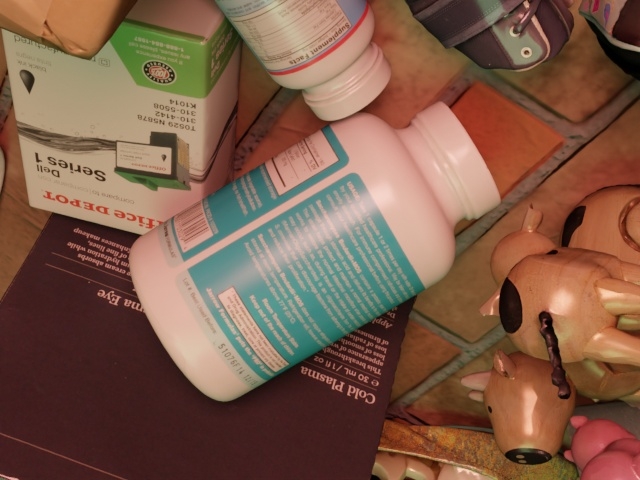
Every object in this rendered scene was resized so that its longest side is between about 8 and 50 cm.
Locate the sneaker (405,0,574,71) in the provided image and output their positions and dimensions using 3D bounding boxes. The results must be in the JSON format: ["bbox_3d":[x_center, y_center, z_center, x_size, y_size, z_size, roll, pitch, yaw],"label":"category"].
[{"bbox_3d":[0.123,-0.198,0.588,0.163,0.086,0.226,45,142,-12],"label":"sneaker"}]

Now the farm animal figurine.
[{"bbox_3d":[0.190,0.073,0.695,0.172,0.327,0.330,12,137,25],"label":"farm animal figurine"}]

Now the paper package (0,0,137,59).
[{"bbox_3d":[-0.073,-0.286,0.400,0.168,0.325,0.309,27,137,-9],"label":"paper package"}]

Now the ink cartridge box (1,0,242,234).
[{"bbox_3d":[-0.151,-0.109,0.784,0.160,0.092,0.219,14,137,5],"label":"ink cartridge box"}]

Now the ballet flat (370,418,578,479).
[{"bbox_3d":[0.094,0.250,1.058,0.348,0.123,0.123,12,137,7],"label":"ballet flat"}]

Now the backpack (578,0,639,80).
[{"bbox_3d":[0.237,-0.139,0.554,0.166,0.188,0.144,18,102,-2],"label":"backpack"}]

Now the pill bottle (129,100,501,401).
[{"bbox_3d":[0.000,0.000,0.755,0.264,0.146,0.146,-30,125,4],"label":"pill bottle"}]

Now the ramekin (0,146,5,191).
[{"bbox_3d":[-0.386,-0.026,0.880,0.109,0.207,0.207,30,137,1],"label":"ramekin"}]

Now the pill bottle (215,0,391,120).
[{"bbox_3d":[-0.018,-0.163,0.685,0.087,0.087,0.160,-16,128,32],"label":"pill bottle"}]

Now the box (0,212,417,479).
[{"bbox_3d":[-0.125,0.148,0.882,0.343,0.312,0.179,22,138,-3],"label":"box"}]

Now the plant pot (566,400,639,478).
[{"bbox_3d":[0.390,0.289,0.914,0.252,0.247,0.248,-16,129,10],"label":"plant pot"}]
